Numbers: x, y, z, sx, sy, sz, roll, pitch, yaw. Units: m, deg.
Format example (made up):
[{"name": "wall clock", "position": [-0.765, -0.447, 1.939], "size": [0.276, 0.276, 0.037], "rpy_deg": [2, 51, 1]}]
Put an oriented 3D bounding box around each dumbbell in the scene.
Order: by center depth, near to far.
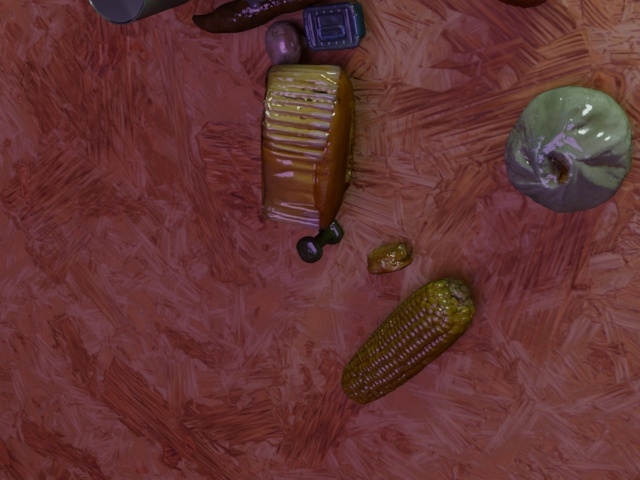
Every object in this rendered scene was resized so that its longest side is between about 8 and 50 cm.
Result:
[{"name": "dumbbell", "position": [0.000, 0.000, 1.506], "size": [0.046, 0.118, 0.052], "rpy_deg": [-26, 98, 32]}]

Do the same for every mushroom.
[{"name": "mushroom", "position": [-0.059, -0.336, 1.402], "size": [0.083, 0.067, 0.084], "rpy_deg": [47, 147, 43]}]

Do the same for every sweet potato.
[{"name": "sweet potato", "position": [-0.105, -0.397, 1.396], "size": [0.273, 0.067, 0.067], "rpy_deg": [-6, 111, 30]}]

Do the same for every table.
[{"name": "table", "position": [-0.279, -0.448, 1.371], "size": [0.126, 0.220, 0.126], "rpy_deg": [12, 120, 22]}]

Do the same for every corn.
[{"name": "corn", "position": [0.158, 0.194, 1.521], "size": [0.120, 0.120, 0.363], "rpy_deg": [41, 129, 5]}]

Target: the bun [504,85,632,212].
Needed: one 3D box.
[{"name": "bun", "position": [0.373, -0.133, 1.234], "size": [0.195, 0.118, 0.196], "rpy_deg": [11, 115, 25]}]

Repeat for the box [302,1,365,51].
[{"name": "box", "position": [0.027, -0.356, 1.350], "size": [0.099, 0.054, 0.074], "rpy_deg": [2, 113, 28]}]

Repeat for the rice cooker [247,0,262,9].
[{"name": "rice cooker", "position": [-0.046, -0.486, 1.215], "size": [0.241, 0.280, 0.227], "rpy_deg": [-23, 111, -10]}]

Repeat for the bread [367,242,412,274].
[{"name": "bread", "position": [0.124, 0.035, 1.483], "size": [0.083, 0.081, 0.046], "rpy_deg": [-15, 98, 0]}]

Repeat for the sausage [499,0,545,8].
[{"name": "sausage", "position": [0.306, -0.449, 1.115], "size": [0.113, 0.113, 0.259], "rpy_deg": [26, 123, 15]}]

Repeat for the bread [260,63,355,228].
[{"name": "bread", "position": [-0.019, -0.159, 1.404], "size": [0.156, 0.204, 0.288], "rpy_deg": [7, 123, 2]}]
